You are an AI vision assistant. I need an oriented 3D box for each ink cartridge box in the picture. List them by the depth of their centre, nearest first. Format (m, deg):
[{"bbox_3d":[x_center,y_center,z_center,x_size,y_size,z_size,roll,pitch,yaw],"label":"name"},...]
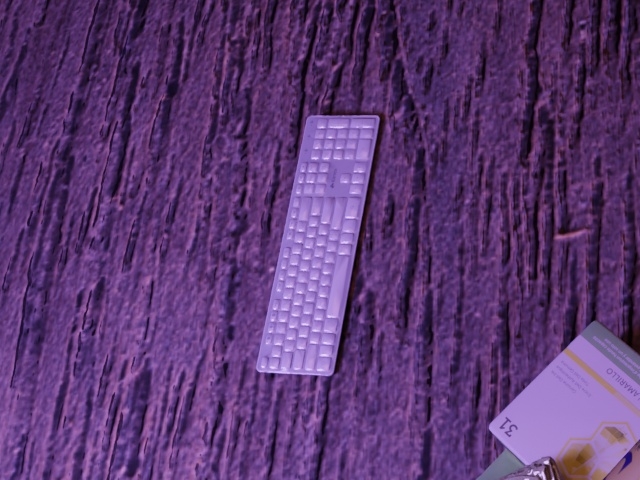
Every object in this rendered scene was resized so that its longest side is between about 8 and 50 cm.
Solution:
[{"bbox_3d":[0.187,0.198,1.162,0.235,0.056,0.171,-44,54,-3],"label":"ink cartridge box"}]

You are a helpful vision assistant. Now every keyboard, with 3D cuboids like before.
[{"bbox_3d":[0.000,0.000,1.386,0.072,0.014,0.256,-1,64,26],"label":"keyboard"}]

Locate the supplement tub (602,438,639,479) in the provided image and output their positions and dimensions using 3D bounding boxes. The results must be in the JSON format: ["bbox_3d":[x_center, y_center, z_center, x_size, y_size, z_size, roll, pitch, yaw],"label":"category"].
[{"bbox_3d":[0.248,0.253,0.976,0.331,0.241,0.241,-48,54,2],"label":"supplement tub"}]

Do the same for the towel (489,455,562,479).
[{"bbox_3d":[0.131,0.232,1.152,0.148,0.027,0.110,-29,66,32],"label":"towel"}]
